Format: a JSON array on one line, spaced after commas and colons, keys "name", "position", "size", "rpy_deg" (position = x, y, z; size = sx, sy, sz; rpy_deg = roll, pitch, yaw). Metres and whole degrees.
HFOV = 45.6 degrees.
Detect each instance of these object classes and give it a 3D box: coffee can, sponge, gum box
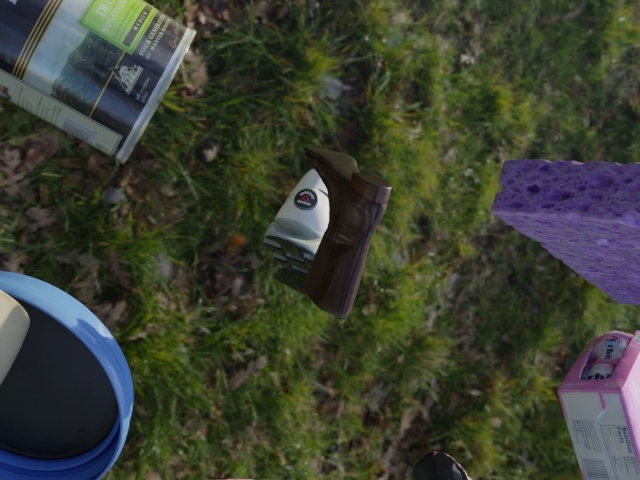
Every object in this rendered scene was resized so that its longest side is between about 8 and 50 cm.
[{"name": "coffee can", "position": [-0.325, -0.250, 0.961], "size": [0.275, 0.201, 0.201], "rpy_deg": [29, 67, -17]}, {"name": "sponge", "position": [0.190, 0.007, 0.410], "size": [0.210, 0.117, 0.031], "rpy_deg": [25, 76, -49]}, {"name": "gum box", "position": [0.297, 0.190, 0.743], "size": [0.107, 0.062, 0.188], "rpy_deg": [-35, 110, -48]}]

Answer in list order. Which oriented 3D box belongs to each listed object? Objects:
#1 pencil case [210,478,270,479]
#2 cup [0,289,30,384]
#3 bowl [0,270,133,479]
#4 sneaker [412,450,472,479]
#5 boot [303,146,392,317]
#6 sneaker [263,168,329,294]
[{"name": "pencil case", "position": [-0.163, 0.538, 1.544], "size": [0.209, 0.098, 0.095], "rpy_deg": [13, 112, -44]}, {"name": "cup", "position": [-0.536, 0.168, 0.873], "size": [0.331, 0.331, 0.237], "rpy_deg": [37, 51, -46]}, {"name": "bowl", "position": [-0.472, 0.222, 1.159], "size": [0.077, 0.391, 0.391], "rpy_deg": [-68, 146, -64]}, {"name": "sneaker", "position": [0.180, 0.315, 0.848], "size": [0.072, 0.178, 0.077], "rpy_deg": [-36, 146, 4]}, {"name": "boot", "position": [0.004, -0.007, 0.588], "size": [0.037, 0.106, 0.114], "rpy_deg": [3, 114, -33]}, {"name": "sneaker", "position": [0.000, 0.000, 1.168], "size": [0.330, 0.122, 0.146], "rpy_deg": [90, 22, -70]}]
